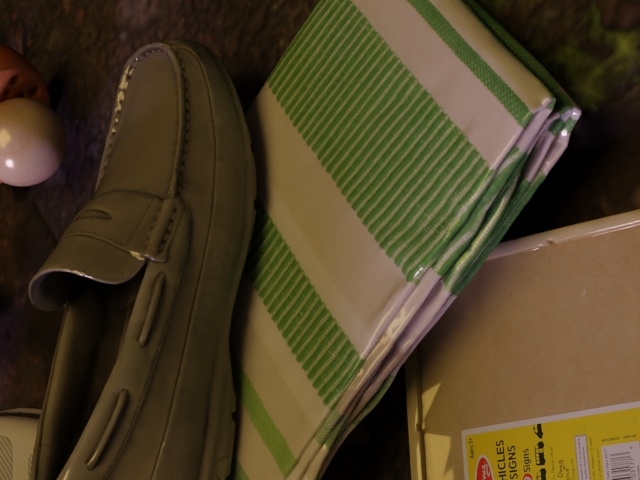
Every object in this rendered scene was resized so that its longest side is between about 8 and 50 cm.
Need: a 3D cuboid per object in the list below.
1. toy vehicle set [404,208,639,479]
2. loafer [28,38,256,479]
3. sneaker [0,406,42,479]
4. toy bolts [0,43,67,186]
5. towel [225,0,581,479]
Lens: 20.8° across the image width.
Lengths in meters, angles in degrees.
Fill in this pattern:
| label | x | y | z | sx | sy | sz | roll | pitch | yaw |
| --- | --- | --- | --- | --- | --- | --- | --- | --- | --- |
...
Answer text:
| label | x | y | z | sx | sy | sz | roll | pitch | yaw |
| --- | --- | --- | --- | --- | --- | --- | --- | --- | --- |
| toy vehicle set | 0.122 | 0.128 | 0.883 | 0.166 | 0.035 | 0.267 | -14 | 73 | 39 |
| loafer | -0.107 | 0.021 | 0.995 | 0.112 | 0.111 | 0.319 | -29 | 52 | 46 |
| sneaker | -0.161 | 0.228 | 0.964 | 0.447 | 0.257 | 0.169 | 39 | 107 | 39 |
| toy bolts | -0.289 | -0.021 | 1.183 | 0.158 | 0.218 | 0.228 | 33 | 122 | 34 |
| towel | 0.000 | 0.000 | 0.988 | 0.325 | 0.038 | 0.248 | -58 | 36 | 19 |
